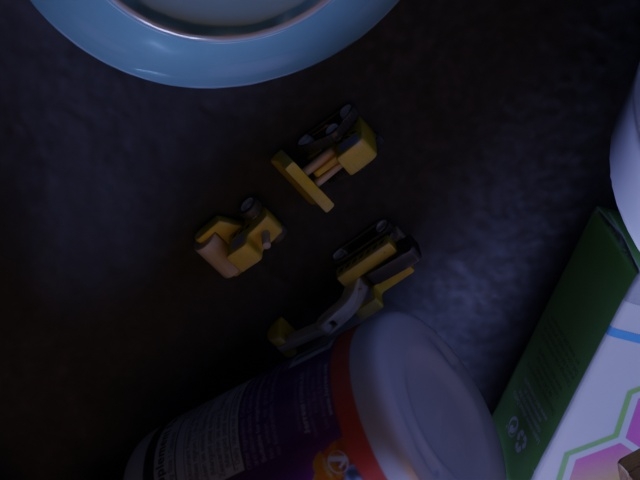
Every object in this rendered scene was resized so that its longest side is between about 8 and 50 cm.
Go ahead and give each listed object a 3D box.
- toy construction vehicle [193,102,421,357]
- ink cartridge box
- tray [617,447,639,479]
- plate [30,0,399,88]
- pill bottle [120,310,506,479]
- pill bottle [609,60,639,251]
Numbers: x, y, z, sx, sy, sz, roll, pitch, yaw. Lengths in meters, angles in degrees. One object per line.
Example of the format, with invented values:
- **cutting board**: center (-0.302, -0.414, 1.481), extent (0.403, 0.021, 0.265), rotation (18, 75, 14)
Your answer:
- **toy construction vehicle**: center (0.000, 0.000, 0.758), extent (0.098, 0.035, 0.086), rotation (-34, 121, 11)
- **ink cartridge box**: center (0.140, 0.096, 0.789), extent (0.109, 0.062, 0.209), rotation (14, 116, -20)
- **tray**: center (0.340, 0.093, 0.792), extent (0.410, 0.076, 0.203), rotation (-25, 131, -10)
- **plate**: center (-0.038, -0.140, 0.670), extent (0.188, 0.024, 0.188), rotation (-4, 122, -7)
- **pill bottle**: center (-0.022, 0.119, 0.778), extent (0.193, 0.108, 0.108), rotation (-29, 123, 24)
- **pill bottle**: center (0.231, -0.117, 0.565), extent (0.210, 0.210, 0.363), rotation (2, 146, -11)
